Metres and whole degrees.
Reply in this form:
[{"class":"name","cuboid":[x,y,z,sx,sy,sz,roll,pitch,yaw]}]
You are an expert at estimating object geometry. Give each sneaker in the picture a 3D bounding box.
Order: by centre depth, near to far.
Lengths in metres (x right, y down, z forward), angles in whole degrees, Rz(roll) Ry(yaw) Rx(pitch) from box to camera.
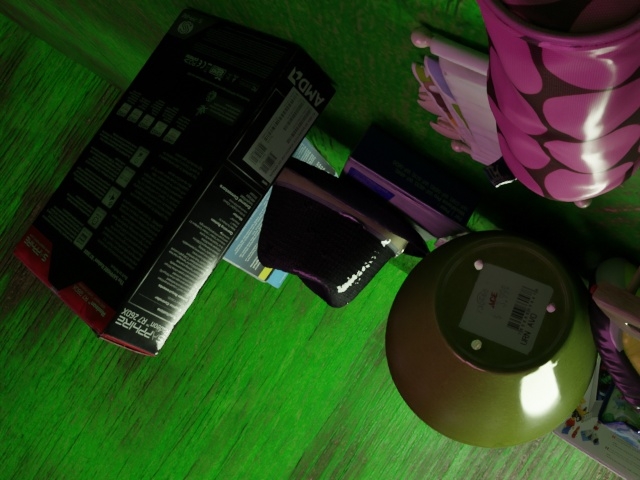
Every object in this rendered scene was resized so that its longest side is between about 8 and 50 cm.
[{"class":"sneaker","cuboid":[0.428,0.149,0.804,0.384,0.145,0.147,45,132,-14]}]

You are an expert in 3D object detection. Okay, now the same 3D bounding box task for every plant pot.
[{"class":"plant pot","cuboid":[0.201,0.096,0.876,0.275,0.275,0.293,32,172,16]}]

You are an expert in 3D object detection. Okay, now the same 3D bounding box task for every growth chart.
[{"class":"growth chart","cuboid":[0.147,-0.093,0.622,0.172,0.021,0.237,32,177,25]}]

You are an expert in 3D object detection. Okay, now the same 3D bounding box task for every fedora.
[{"class":"fedora","cuboid":[0.000,0.000,1.131,0.334,0.152,0.334,31,176,2]}]

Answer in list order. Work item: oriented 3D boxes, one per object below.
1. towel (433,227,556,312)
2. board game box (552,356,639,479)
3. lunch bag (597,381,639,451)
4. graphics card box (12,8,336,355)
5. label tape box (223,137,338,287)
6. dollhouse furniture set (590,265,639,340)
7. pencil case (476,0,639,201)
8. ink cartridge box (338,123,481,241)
[{"class":"towel","cuboid":[0.310,0.069,1.238,0.282,0.049,0.187,33,178,7]},{"class":"board game box","cuboid":[0.473,0.250,1.061,0.053,0.193,0.305,35,177,-18]},{"class":"lunch bag","cuboid":[0.435,0.193,0.948,0.129,0.151,0.096,35,166,-19]},{"class":"graphics card box","cuboid":[-0.176,-0.079,0.890,0.233,0.371,0.094,29,175,41]},{"class":"label tape box","cuboid":[-0.110,-0.078,1.348,0.115,0.249,0.347,31,176,24]},{"class":"dollhouse furniture set","cuboid":[0.194,-0.015,0.343,0.183,0.129,0.129,35,177,-43]},{"class":"pencil case","cuboid":[0.121,-0.089,0.381,0.098,0.095,0.209,54,-177,21]},{"class":"ink cartridge box","cuboid":[0.109,-0.069,1.009,0.165,0.065,0.332,33,178,-1]}]
